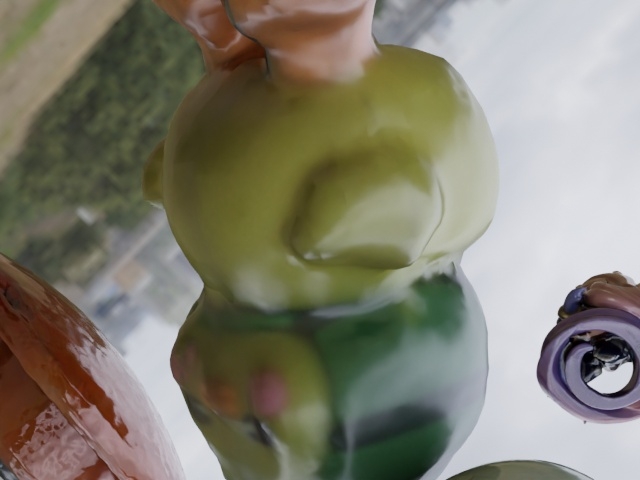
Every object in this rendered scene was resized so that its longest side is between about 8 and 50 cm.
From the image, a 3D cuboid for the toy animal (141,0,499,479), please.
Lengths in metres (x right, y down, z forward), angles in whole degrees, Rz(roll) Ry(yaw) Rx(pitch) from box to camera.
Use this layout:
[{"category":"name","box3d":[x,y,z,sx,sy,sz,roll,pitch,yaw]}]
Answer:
[{"category":"toy animal","box3d":[0.010,-0.005,1.090,0.191,0.338,0.216,-15,-164,-32]}]

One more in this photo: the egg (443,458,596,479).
[{"category":"egg","box3d":[0.095,0.199,1.013,0.151,0.151,0.209,-44,170,35]}]

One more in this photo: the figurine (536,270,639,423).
[{"category":"figurine","box3d":[0.250,0.077,1.580,0.114,0.126,0.157,-37,-172,37]}]

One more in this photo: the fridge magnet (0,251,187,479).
[{"category":"fridge magnet","box3d":[-0.251,0.148,1.768,0.155,0.363,0.363,-40,-178,-10]}]
